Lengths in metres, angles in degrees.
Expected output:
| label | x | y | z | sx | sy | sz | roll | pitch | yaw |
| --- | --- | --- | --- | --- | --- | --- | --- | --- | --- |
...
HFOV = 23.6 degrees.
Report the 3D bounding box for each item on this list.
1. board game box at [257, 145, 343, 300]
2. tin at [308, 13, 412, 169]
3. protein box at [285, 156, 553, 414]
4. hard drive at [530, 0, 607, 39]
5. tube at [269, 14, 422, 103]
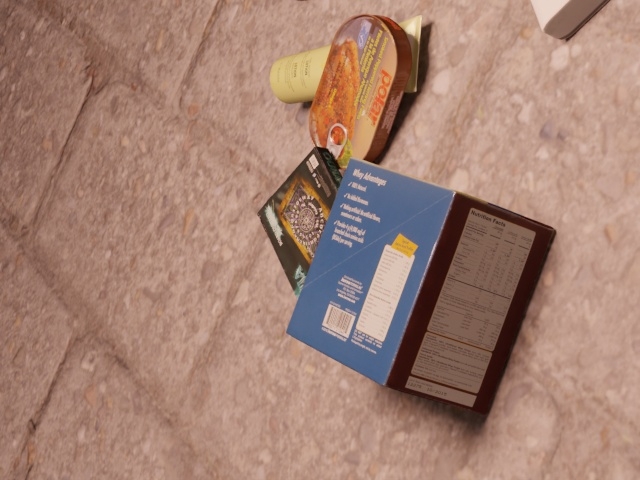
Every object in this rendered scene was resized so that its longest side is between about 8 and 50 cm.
| label | x | y | z | sx | sy | sz | roll | pitch | yaw |
| --- | --- | --- | --- | --- | --- | --- | --- | --- | --- |
| board game box | 0.000 | 0.000 | 1.793 | 0.126 | 0.026 | 0.186 | -47 | 53 | 32 |
| tin | 0.047 | -0.173 | 1.794 | 0.106 | 0.040 | 0.190 | 41 | 122 | 38 |
| protein box | 0.097 | 0.043 | 1.568 | 0.200 | 0.136 | 0.201 | 23 | 93 | 57 |
| hard drive | 0.273 | -0.386 | 1.622 | 0.203 | 0.040 | 0.307 | -44 | 41 | 34 |
| tube | 0.035 | -0.212 | 1.863 | 0.240 | 0.070 | 0.062 | -4 | 29 | 48 |
